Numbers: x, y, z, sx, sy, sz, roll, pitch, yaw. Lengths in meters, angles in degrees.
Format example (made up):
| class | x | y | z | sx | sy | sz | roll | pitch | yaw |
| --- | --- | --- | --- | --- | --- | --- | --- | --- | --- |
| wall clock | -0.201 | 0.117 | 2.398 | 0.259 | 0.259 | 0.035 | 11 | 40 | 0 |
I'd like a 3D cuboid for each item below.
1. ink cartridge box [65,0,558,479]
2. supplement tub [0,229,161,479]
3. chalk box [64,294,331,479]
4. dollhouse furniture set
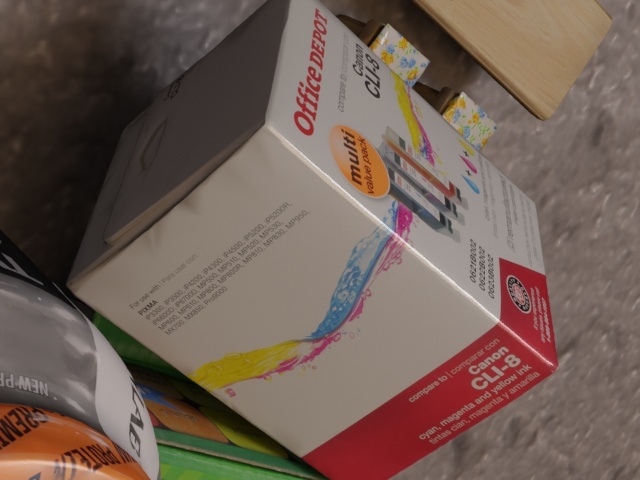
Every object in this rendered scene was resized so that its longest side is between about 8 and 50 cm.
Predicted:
| class | x | y | z | sx | sy | sz | roll | pitch | yaw |
| --- | --- | --- | --- | --- | --- | --- | --- | --- | --- |
| ink cartridge box | 0.000 | 0.000 | 0.565 | 0.176 | 0.128 | 0.127 | 39 | 121 | -24 |
| supplement tub | -0.182 | 0.063 | 0.433 | 0.193 | 0.316 | 0.193 | -18 | 122 | -31 |
| chalk box | -0.116 | 0.135 | 0.613 | 0.180 | 0.179 | 0.289 | 22 | 98 | -43 |
| dollhouse furniture set | 0.090 | -0.143 | 0.639 | 0.242 | 0.161 | 0.212 | 33 | 90 | -42 |
